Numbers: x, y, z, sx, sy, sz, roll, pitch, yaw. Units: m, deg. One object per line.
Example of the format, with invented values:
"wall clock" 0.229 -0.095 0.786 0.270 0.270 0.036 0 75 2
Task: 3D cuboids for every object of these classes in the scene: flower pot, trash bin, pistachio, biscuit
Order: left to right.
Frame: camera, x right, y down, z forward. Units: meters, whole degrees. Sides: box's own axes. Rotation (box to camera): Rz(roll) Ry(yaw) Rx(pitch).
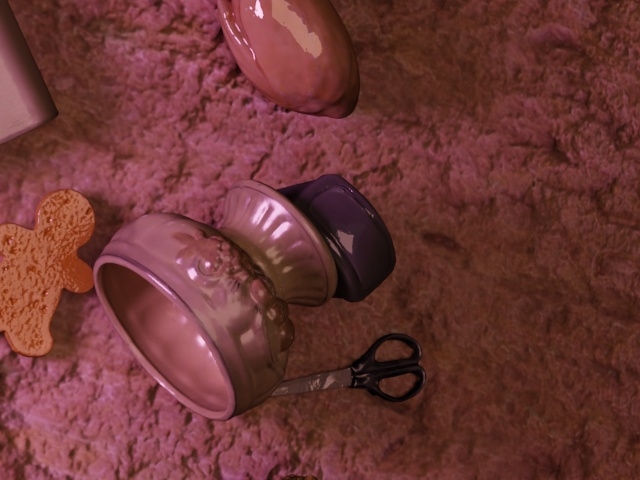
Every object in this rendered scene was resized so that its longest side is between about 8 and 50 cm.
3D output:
"trash bin" -0.492 -0.228 1.595 0.243 0.121 0.247 -32 106 -25
"biscuit" -0.389 0.039 1.681 0.158 0.035 0.240 35 73 -25
"flower pot" -0.130 0.063 1.668 0.244 0.307 0.307 -41 106 -28
"pistachio" -0.043 -0.301 1.811 0.293 0.162 0.181 53 49 -12
"trash bin" 0.000 0.000 1.777 0.101 0.236 0.177 -43 107 -23

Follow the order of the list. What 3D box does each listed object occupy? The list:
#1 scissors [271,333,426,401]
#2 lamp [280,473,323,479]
"scissors" 0.034 0.215 1.908 0.300 0.022 0.109 -8 88 -27
"lamp" -0.059 0.446 1.730 0.247 0.247 0.247 1 87 -28
